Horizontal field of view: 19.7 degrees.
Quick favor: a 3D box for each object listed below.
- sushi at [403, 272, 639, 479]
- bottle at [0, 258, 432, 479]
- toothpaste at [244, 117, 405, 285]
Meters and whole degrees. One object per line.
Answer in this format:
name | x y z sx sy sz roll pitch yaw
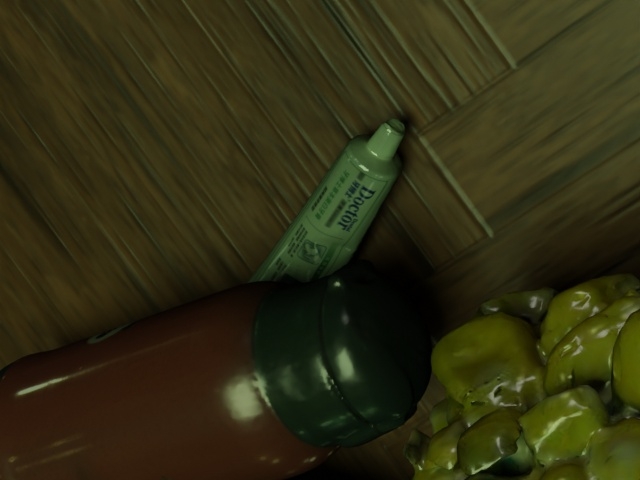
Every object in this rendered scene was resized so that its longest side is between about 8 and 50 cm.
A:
sushi | 0.226 0.146 1.065 0.329 0.328 0.285 -18 90 29
bottle | -0.080 0.108 1.260 0.336 0.144 0.144 -21 100 34
toothpaste | 0.000 0.000 1.265 0.064 0.041 0.218 34 124 1
